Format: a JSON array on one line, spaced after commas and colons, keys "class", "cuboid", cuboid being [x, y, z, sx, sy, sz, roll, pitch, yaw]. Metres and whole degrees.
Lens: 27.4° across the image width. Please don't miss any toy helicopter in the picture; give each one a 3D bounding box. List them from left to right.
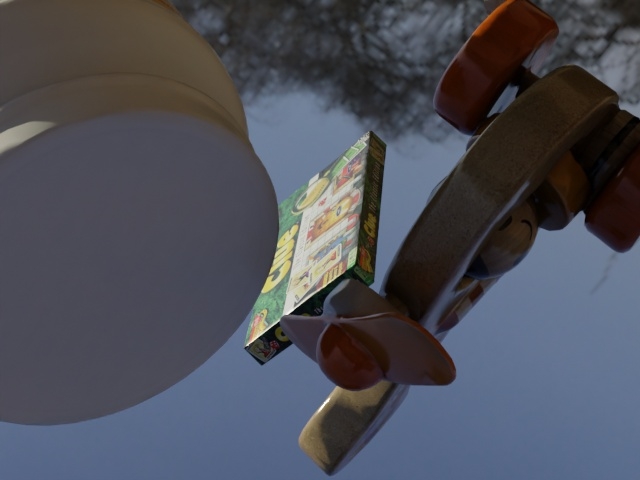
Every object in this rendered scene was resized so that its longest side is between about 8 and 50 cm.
[{"class": "toy helicopter", "cuboid": [0.060, 0.044, 0.773, 0.140, 0.355, 0.235, 39, -133, 11]}]

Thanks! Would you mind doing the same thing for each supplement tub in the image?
[{"class": "supplement tub", "cuboid": [-0.178, -0.070, 0.745, 0.228, 0.228, 0.316, 18, -157, -43]}]

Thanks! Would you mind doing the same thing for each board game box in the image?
[{"class": "board game box", "cuboid": [0.000, 0.000, 1.227, 0.030, 0.136, 0.259, 41, -155, -17]}]

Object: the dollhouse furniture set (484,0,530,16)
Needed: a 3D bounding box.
[{"class": "dollhouse furniture set", "cuboid": [0.230, -0.201, 0.757, 0.362, 0.256, 0.394, 13, 163, 27]}]
